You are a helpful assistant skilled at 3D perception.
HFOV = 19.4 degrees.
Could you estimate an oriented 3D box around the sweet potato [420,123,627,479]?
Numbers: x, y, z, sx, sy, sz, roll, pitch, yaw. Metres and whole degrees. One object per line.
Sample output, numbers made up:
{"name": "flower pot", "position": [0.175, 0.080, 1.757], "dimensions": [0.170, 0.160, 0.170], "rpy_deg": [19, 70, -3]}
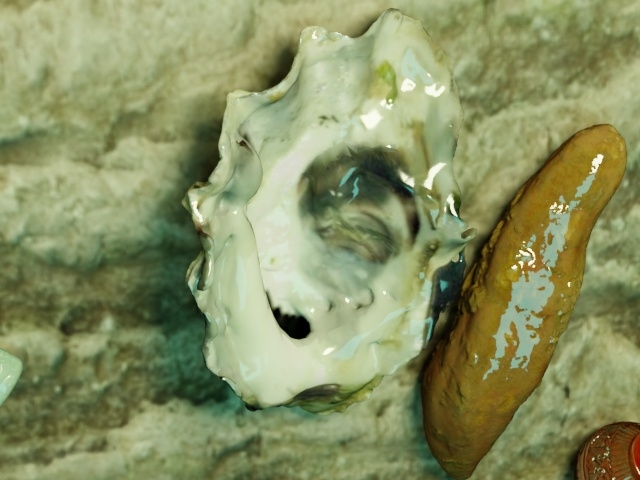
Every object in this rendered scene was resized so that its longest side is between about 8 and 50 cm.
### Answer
{"name": "sweet potato", "position": [0.154, 0.065, 1.526], "dimensions": [0.106, 0.095, 0.354], "rpy_deg": [-16, 133, -54]}

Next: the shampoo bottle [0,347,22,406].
{"name": "shampoo bottle", "position": [-0.326, 0.076, 1.445], "dimensions": [0.191, 0.041, 0.069], "rpy_deg": [33, 110, -25]}

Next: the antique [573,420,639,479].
{"name": "antique", "position": [0.267, 0.207, 1.626], "dimensions": [0.104, 0.104, 0.104], "rpy_deg": [-6, 117, -11]}

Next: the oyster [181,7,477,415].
{"name": "oyster", "position": [-0.001, -0.001, 1.454], "dimensions": [0.238, 0.115, 0.351], "rpy_deg": [-11, 123, -18]}
